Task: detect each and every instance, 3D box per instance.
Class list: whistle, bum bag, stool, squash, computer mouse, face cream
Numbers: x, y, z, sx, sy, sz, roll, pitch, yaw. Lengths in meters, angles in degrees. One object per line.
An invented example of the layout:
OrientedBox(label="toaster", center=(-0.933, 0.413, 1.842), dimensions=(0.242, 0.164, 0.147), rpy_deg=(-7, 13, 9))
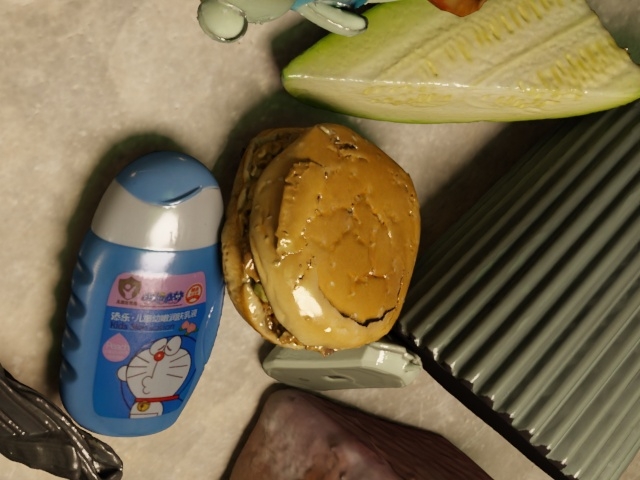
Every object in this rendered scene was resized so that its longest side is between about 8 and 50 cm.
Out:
OrientedBox(label="whistle", center=(-0.009, -0.222, 1.058), dimensions=(0.235, 0.077, 0.114), rpy_deg=(-8, 78, -29))
OrientedBox(label="bum bag", center=(-0.275, 0.140, 1.079), dimensions=(0.248, 0.123, 0.060), rpy_deg=(59, 46, -38))
OrientedBox(label="stool", center=(0.264, 0.046, 1.251), dimensions=(0.330, 0.297, 0.297), rpy_deg=(-48, 130, -5))
OrientedBox(label="squash", center=(0.126, -0.136, 1.156), dimensions=(0.288, 0.111, 0.203), rpy_deg=(-34, 86, -16))
OrientedBox(label="computer mouse", center=(0.025, 0.112, 1.231), dimensions=(0.089, 0.181, 0.056), rpy_deg=(27, 64, -46))
OrientedBox(label="face cream", center=(-0.152, 0.045, 1.116), dimensions=(0.149, 0.083, 0.264), rpy_deg=(-3, 117, -35))

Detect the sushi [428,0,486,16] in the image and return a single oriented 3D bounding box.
OrientedBox(label="sushi", center=(0.070, -0.375, 0.900), dimensions=(0.417, 0.176, 0.417), rpy_deg=(-2, 106, -7))

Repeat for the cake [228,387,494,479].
OrientedBox(label="cake", center=(0.059, 0.323, 1.309), dimensions=(0.309, 0.230, 0.237), rpy_deg=(24, 103, -39))

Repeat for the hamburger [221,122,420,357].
OrientedBox(label="hamburger", center=(0.001, 0.001, 1.133), dimensions=(0.214, 0.108, 0.214), rpy_deg=(6, 82, -48))
